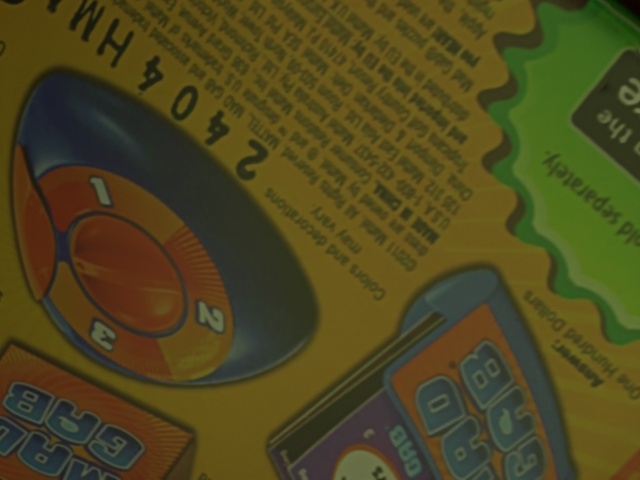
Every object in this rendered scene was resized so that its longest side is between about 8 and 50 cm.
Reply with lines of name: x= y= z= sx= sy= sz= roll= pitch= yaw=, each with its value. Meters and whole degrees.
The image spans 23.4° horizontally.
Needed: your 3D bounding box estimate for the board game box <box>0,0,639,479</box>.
board game box: x=-0.009 y=-0.035 z=0.620 sx=0.356 sy=0.356 sz=0.356 roll=42 pitch=118 yaw=9
